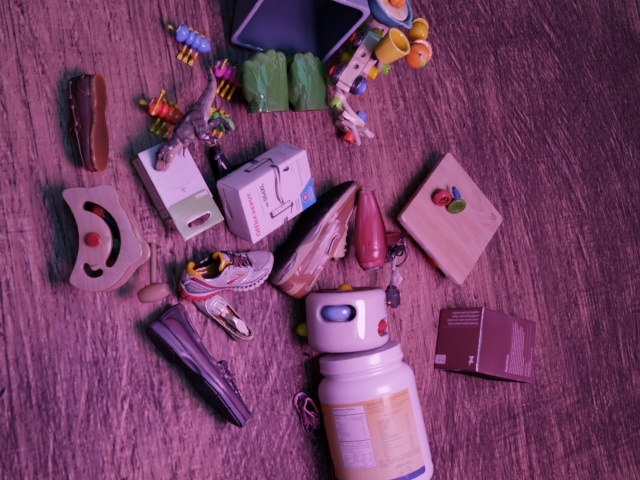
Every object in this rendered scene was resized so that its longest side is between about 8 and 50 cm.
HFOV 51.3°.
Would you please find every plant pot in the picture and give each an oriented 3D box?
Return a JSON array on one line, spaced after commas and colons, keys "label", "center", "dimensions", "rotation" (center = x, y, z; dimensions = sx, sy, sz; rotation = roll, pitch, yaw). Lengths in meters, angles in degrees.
[{"label": "plant pot", "center": [-0.057, -0.606, 1.580], "dimensions": [0.247, 0.247, 0.253], "rotation": [9, 66, -29]}]

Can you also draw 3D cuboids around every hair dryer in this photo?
[{"label": "hair dryer", "center": [0.142, 0.002, 1.640], "dimensions": [0.224, 0.080, 0.294], "rotation": [-74, 149, -48]}]

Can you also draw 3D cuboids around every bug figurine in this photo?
[{"label": "bug figurine", "center": [-0.274, -0.350, 1.501], "dimensions": [0.216, 0.072, 0.279], "rotation": [23, 72, -26]}]

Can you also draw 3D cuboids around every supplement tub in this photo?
[{"label": "supplement tub", "center": [0.121, 0.407, 1.534], "dimensions": [0.228, 0.228, 0.317], "rotation": [-11, 88, -31]}]

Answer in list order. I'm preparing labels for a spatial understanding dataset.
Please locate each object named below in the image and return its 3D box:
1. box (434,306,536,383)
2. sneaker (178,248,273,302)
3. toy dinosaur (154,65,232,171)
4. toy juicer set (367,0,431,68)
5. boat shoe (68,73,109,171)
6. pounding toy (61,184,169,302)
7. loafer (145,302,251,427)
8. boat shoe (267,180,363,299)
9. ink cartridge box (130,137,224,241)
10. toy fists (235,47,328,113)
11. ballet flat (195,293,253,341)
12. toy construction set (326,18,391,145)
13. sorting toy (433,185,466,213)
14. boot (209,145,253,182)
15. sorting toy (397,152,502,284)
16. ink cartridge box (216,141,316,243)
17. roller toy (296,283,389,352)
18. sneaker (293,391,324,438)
[{"label": "box", "center": [0.441, 0.280, 1.775], "dimensions": [0.203, 0.168, 0.167], "rotation": [17, 76, -28]}, {"label": "sneaker", "center": [-0.198, 0.065, 1.457], "dimensions": [0.225, 0.093, 0.088], "rotation": [-19, 54, -33]}, {"label": "toy dinosaur", "center": [-0.251, -0.245, 1.432], "dimensions": [0.118, 0.064, 0.268], "rotation": [34, 65, -22]}, {"label": "toy juicer set", "center": [0.191, -0.566, 1.606], "dimensions": [0.209, 0.089, 0.329], "rotation": [2, 67, -43]}, {"label": "boat shoe", "center": [-0.481, -0.240, 1.371], "dimensions": [0.073, 0.073, 0.207], "rotation": [-5, 80, 7]}, {"label": "pounding toy", "center": [-0.429, 0.022, 1.358], "dimensions": [0.154, 0.155, 0.270], "rotation": [-25, 86, -2]}, {"label": "loafer", "center": [-0.238, 0.264, 1.417], "dimensions": [0.303, 0.109, 0.095], "rotation": [51, 58, -11]}, {"label": "boat shoe", "center": [0.000, 0.000, 1.595], "dimensions": [0.120, 0.122, 0.324], "rotation": [46, 71, -23]}, {"label": "ink cartridge box", "center": [-0.311, -0.110, 1.449], "dimensions": [0.109, 0.062, 0.209], "rotation": [-32, 99, -31]}, {"label": "toy fists", "center": [-0.086, -0.376, 1.578], "dimensions": [0.279, 0.096, 0.142], "rotation": [-14, 103, -47]}, {"label": "ballet flat", "center": [-0.210, 0.162, 1.476], "dimensions": [0.168, 0.052, 0.057], "rotation": [44, 64, -18]}, {"label": "toy construction set", "center": [0.100, -0.411, 1.673], "dimensions": [0.151, 0.215, 0.328], "rotation": [16, 79, -1]}, {"label": "sorting toy", "center": [0.338, -0.112, 1.741], "dimensions": [0.102, 0.061, 0.042], "rotation": [22, 38, -34]}, {"label": "boot", "center": [-0.196, -0.168, 1.537], "dimensions": [0.099, 0.045, 0.121], "rotation": [-20, 100, -29]}, {"label": "sorting toy", "center": [0.336, -0.055, 1.808], "dimensions": [0.257, 0.089, 0.255], "rotation": [47, 63, -17]}, {"label": "ink cartridge box", "center": [-0.119, -0.109, 1.516], "dimensions": [0.203, 0.085, 0.148], "rotation": [-37, 133, -30]}, {"label": "roller toy", "center": [0.064, 0.173, 1.548], "dimensions": [0.209, 0.191, 0.146], "rotation": [-4, 90, -28]}, {"label": "sneaker", "center": [-0.019, 0.411, 1.550], "dimensions": [0.047, 0.057, 0.119], "rotation": [-31, 100, -32]}]
